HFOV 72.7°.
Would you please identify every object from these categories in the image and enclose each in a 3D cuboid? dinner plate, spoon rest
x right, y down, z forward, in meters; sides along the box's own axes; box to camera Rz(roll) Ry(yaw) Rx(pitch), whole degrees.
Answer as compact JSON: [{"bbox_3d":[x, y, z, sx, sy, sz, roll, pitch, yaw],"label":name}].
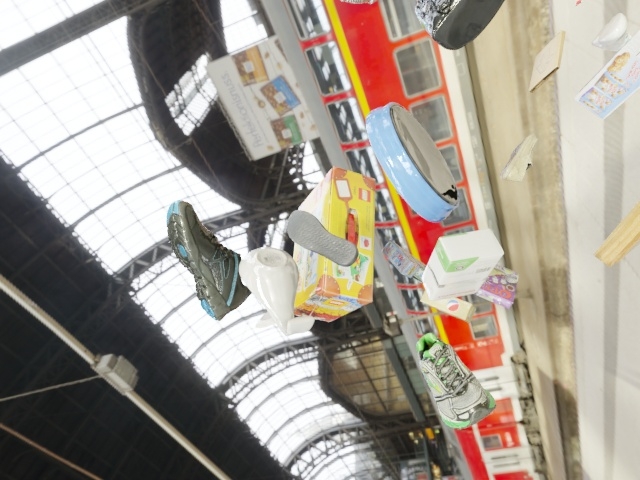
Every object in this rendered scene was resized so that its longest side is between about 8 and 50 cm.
[{"bbox_3d":[-0.152,0.244,1.424,0.017,0.141,0.141,66,-164,-9],"label":"dinner plate"},{"bbox_3d":[-0.093,0.107,0.949,0.276,0.138,0.084,-122,35,-48],"label":"spoon rest"}]

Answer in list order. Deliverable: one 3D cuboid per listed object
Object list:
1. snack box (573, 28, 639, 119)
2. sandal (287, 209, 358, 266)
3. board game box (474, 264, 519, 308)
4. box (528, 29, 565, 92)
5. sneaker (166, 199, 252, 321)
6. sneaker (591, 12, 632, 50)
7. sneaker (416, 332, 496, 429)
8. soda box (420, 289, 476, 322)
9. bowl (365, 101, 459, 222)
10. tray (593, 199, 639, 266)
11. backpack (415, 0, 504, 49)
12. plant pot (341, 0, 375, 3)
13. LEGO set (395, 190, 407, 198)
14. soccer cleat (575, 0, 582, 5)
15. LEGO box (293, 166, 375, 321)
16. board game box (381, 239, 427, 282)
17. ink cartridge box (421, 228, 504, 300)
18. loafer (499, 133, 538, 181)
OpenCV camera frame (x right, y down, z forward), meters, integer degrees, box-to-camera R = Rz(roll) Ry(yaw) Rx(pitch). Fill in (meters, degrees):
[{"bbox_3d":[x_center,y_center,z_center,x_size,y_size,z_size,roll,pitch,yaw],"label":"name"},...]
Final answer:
[{"bbox_3d":[0.485,-0.268,0.687,0.064,0.022,0.178,40,159,9],"label":"snack box"},{"bbox_3d":[0.000,0.001,1.256,0.255,0.097,0.054,36,179,28],"label":"sandal"},{"bbox_3d":[0.645,0.139,1.834,0.208,0.347,0.056,-52,-21,-43],"label":"board game box"},{"bbox_3d":[0.929,-0.731,1.785,0.164,0.021,0.201,125,166,-69],"label":"box"},{"bbox_3d":[-0.294,0.040,1.152,0.140,0.125,0.340,-31,-63,-31],"label":"sneaker"},{"bbox_3d":[0.825,-0.561,1.200,0.094,0.080,0.212,36,-152,9],"label":"sneaker"},{"bbox_3d":[0.326,0.358,1.136,0.146,0.134,0.343,59,178,-12],"label":"sneaker"},{"bbox_3d":[0.455,0.228,1.557,0.058,0.181,0.061,33,-99,-49],"label":"soda box"},{"bbox_3d":[0.285,-0.239,1.295,0.391,0.077,0.390,35,-143,-33],"label":"bowl"},{"bbox_3d":[1.041,-0.093,1.361,0.076,0.203,0.410,48,160,30],"label":"tray"},{"bbox_3d":[0.461,-0.806,1.477,0.274,0.290,0.355,22,-152,-35],"label":"backpack"},{"bbox_3d":[0.083,-0.847,1.381,0.237,0.110,0.237,55,-172,-12],"label":"plant pot"},{"bbox_3d":[0.223,-0.130,1.201,0.054,0.023,0.083,42,-170,11],"label":"LEGO set"},{"bbox_3d":[0.744,-0.708,1.234,0.035,0.029,0.083,45,162,16],"label":"soccer cleat"},{"bbox_3d":[0.041,0.028,1.713,0.372,0.193,0.499,138,141,-58],"label":"LEGO box"},{"bbox_3d":[0.339,0.098,1.641,0.194,0.060,0.194,35,-168,-11],"label":"board game box"},{"bbox_3d":[0.402,0.076,1.261,0.219,0.161,0.092,95,163,-55],"label":"ink cartridge box"},{"bbox_3d":[0.870,-0.347,1.878,0.092,0.268,0.102,36,163,6],"label":"loafer"}]
